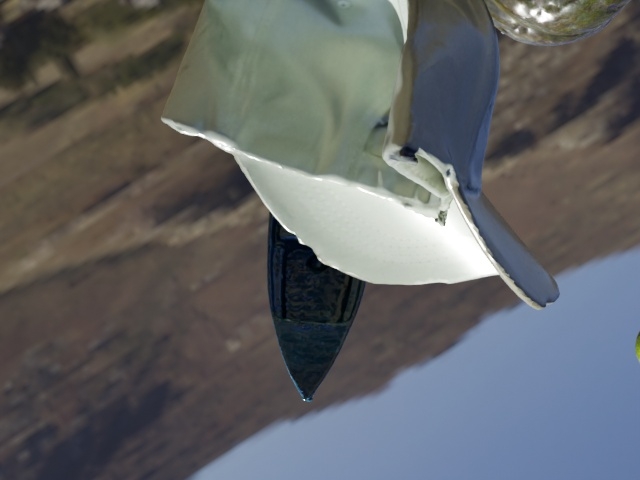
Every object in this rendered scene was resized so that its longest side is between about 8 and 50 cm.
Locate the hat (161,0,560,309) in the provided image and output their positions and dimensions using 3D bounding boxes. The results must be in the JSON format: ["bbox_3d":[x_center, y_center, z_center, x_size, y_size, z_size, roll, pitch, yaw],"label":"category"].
[{"bbox_3d":[0.066,-0.076,1.205,0.258,0.301,0.168,13,-116,52],"label":"hat"}]

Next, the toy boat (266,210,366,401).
[{"bbox_3d":[0.000,0.000,1.632,0.096,0.299,0.062,4,167,1],"label":"toy boat"}]

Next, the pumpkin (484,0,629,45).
[{"bbox_3d":[0.233,-0.260,1.388,0.260,0.189,0.260,-52,-175,7],"label":"pumpkin"}]

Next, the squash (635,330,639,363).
[{"bbox_3d":[0.323,0.106,1.468,0.066,0.066,0.201,-32,142,27],"label":"squash"}]
